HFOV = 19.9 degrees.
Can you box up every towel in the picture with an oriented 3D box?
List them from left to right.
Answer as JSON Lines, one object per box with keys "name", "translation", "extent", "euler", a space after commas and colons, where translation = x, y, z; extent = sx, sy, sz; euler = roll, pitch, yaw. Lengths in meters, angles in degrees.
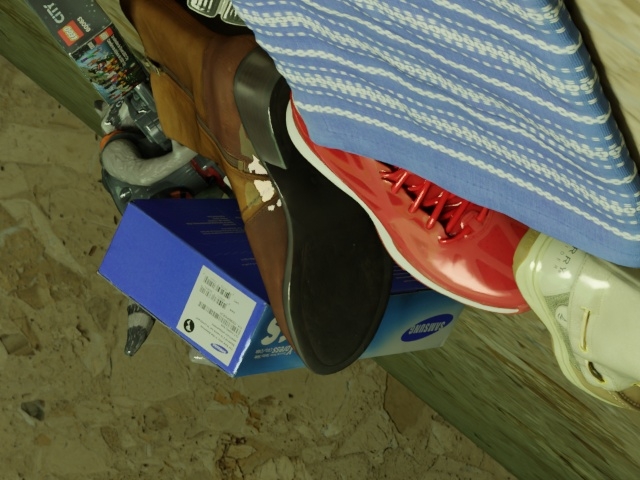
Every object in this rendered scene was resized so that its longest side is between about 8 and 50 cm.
{"name": "towel", "translation": [0.043, -0.090, 0.933], "extent": [0.243, 0.040, 0.336], "euler": [26, 169, 27]}

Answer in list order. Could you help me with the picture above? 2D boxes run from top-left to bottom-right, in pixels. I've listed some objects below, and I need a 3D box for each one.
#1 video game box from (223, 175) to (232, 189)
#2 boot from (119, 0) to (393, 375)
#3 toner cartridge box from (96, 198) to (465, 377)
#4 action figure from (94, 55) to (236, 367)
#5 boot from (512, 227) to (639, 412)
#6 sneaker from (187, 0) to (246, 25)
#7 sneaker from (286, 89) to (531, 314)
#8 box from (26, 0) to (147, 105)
{"name": "video game box", "translation": [0.000, 0.000, 2.078], "extent": [0.187, 0.048, 0.205], "euler": [38, 175, 30]}
{"name": "boot", "translation": [-0.068, -0.051, 1.409], "extent": [0.280, 0.096, 0.264], "euler": [29, 144, 54]}
{"name": "toner cartridge box", "translation": [-0.020, 0.034, 1.601], "extent": [0.165, 0.075, 0.348], "euler": [37, -160, 27]}
{"name": "action figure", "translation": [-0.192, -0.052, 2.043], "extent": [0.341, 0.178, 0.330], "euler": [53, -166, -55]}
{"name": "boot", "translation": [0.219, 0.074, 1.105], "extent": [0.165, 0.077, 0.213], "euler": [31, 169, 41]}
{"name": "sneaker", "translation": [-0.079, -0.187, 1.057], "extent": [0.170, 0.068, 0.071], "euler": [31, -150, 3]}
{"name": "sneaker", "translation": [0.061, -0.036, 1.178], "extent": [0.221, 0.087, 0.128], "euler": [36, 175, 8]}
{"name": "box", "translation": [-0.239, -0.228, 1.492], "extent": [0.233, 0.044, 0.159], "euler": [51, 177, 11]}
